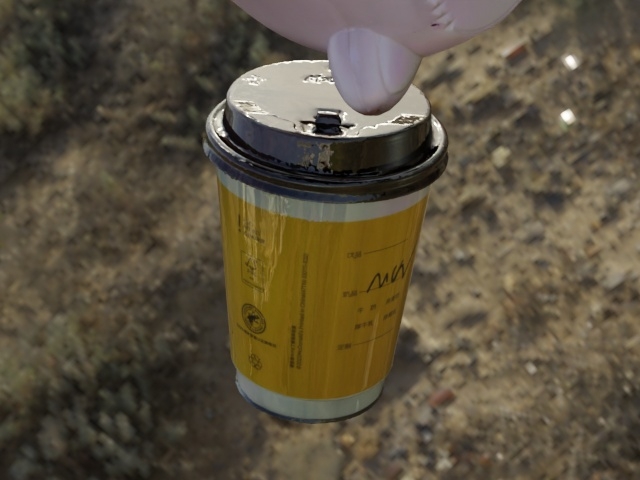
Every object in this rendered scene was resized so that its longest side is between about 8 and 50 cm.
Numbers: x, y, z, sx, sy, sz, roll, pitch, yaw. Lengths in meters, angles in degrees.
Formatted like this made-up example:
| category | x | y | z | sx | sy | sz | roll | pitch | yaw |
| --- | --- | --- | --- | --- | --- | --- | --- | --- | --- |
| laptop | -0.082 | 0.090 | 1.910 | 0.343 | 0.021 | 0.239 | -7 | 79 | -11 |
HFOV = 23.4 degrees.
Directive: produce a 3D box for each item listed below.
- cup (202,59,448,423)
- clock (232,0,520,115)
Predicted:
| category | x | y | z | sx | sy | sz | roll | pitch | yaw |
| --- | --- | --- | --- | --- | --- | --- | --- | --- | --- |
| cup | 0.000 | 0.000 | 1.268 | 0.196 | 0.280 | 0.196 | 2 | 30 | -1 |
| clock | 0.001 | -0.292 | 0.937 | 0.250 | 0.377 | 0.368 | -5 | 28 | 35 |
